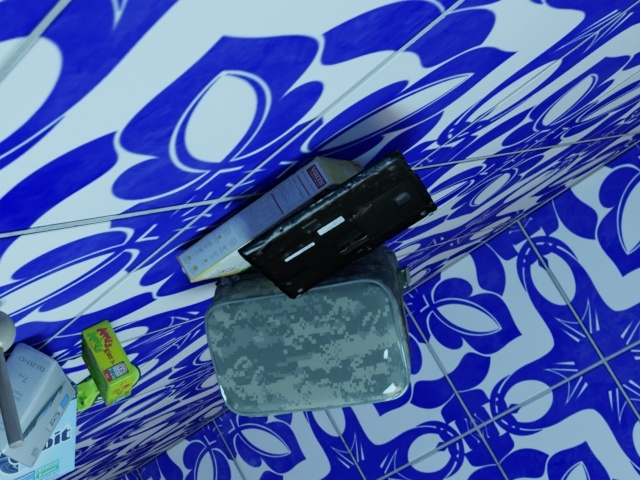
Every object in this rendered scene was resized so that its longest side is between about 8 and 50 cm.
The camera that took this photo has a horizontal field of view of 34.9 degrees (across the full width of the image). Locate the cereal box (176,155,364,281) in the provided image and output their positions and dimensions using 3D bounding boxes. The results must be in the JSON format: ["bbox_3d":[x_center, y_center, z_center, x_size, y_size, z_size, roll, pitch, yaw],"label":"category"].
[{"bbox_3d":[-0.058,-0.029,1.374,0.240,0.047,0.173,-34,171,17],"label":"cereal box"}]

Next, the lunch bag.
[{"bbox_3d":[-0.014,0.118,1.565,0.305,0.212,0.256,-10,-164,10],"label":"lunch bag"}]

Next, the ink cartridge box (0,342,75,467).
[{"bbox_3d":[-0.454,0.294,1.448,0.261,0.066,0.296,-61,179,-18],"label":"ink cartridge box"}]

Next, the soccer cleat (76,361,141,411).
[{"bbox_3d":[-0.385,0.256,1.838,0.179,0.060,0.072,-28,-179,28],"label":"soccer cleat"}]

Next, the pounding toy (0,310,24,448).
[{"bbox_3d":[-0.439,0.190,1.147,0.110,0.182,0.237,17,138,-39],"label":"pounding toy"}]

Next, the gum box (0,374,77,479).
[{"bbox_3d":[-0.480,0.330,1.682,0.157,0.041,0.184,-20,131,-42],"label":"gum box"}]

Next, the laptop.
[{"bbox_3d":[0.021,-0.041,1.362,0.234,0.136,0.264,-33,148,7],"label":"laptop"}]

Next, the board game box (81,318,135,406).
[{"bbox_3d":[-0.327,0.190,1.561,0.043,0.092,0.181,-26,169,-20],"label":"board game box"}]
